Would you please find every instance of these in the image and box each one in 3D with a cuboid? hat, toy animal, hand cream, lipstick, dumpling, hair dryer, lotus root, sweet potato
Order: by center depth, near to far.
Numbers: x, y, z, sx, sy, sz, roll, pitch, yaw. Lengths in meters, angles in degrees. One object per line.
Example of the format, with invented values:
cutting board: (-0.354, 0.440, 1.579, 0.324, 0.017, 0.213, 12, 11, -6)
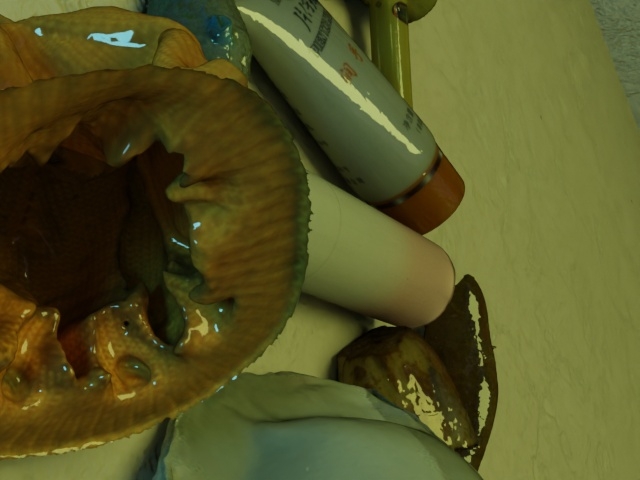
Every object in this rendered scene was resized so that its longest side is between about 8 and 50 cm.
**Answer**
hat: (-0.152, -0.053, 0.471, 0.244, 0.233, 0.233, -1, 44, -38)
dumpling: (0.023, 0.226, 0.580, 0.260, 0.181, 0.341, 14, 62, -47)
toy animal: (-0.084, -0.190, 0.705, 0.070, 0.079, 0.253, 65, 26, -64)
lipstick: (0.000, 0.000, 0.751, 0.327, 0.087, 0.087, 24, 55, -55)
lotus root: (0.074, 0.137, 0.812, 0.159, 0.095, 0.135, -7, 78, -67)
hand cream: (0.010, -0.138, 0.860, 0.314, 0.089, 0.139, 45, 31, -27)
sweet potato: (0.134, 0.155, 0.932, 0.077, 0.077, 0.243, 29, 57, -52)
hair dryer: (0.067, -0.202, 0.993, 0.135, 0.090, 0.278, 18, 66, -57)
